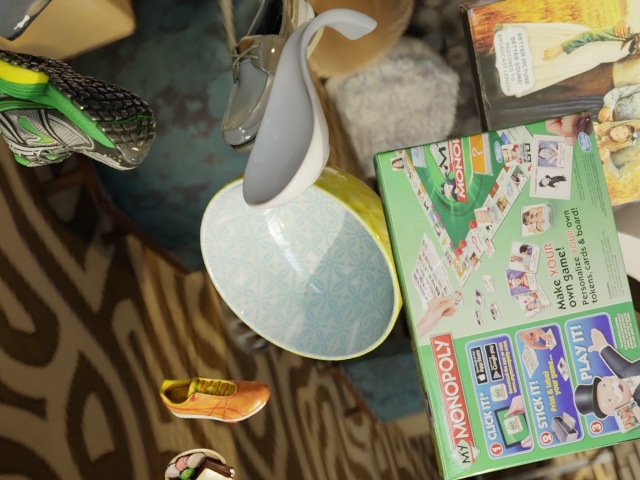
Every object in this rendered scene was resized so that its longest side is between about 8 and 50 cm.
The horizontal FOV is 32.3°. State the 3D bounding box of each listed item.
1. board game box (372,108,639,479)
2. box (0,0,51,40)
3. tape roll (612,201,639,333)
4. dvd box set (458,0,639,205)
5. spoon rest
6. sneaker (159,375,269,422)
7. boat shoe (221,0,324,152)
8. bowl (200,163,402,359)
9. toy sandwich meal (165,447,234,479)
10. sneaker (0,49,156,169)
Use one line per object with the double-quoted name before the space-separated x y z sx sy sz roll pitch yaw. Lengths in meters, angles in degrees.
"board game box" 0.186 0.051 1.062 0.046 0.213 0.317 118 -39 -87
"box" -0.528 -0.541 1.379 0.472 0.297 0.480 44 1 -1
"tape roll" 0.482 0.085 1.701 0.100 0.286 0.286 -36 111 -37
"dvd box set" 0.412 -0.204 1.435 0.062 0.420 0.308 -104 -179 -70
"spoon rest" -0.022 -0.157 1.267 0.084 0.137 0.276 34 64 -26
"sneaker" -0.161 0.234 1.652 0.067 0.175 0.064 62 27 -48
"boat shoe" -0.092 -0.271 1.702 0.103 0.113 0.302 49 47 -36
"bowl" 0.000 0.000 1.477 0.156 0.289 0.289 -52 126 -47
"toy sandwich meal" -0.149 0.291 1.355 0.086 0.085 0.029 62 3 -34
"sneaker" -0.357 -0.163 1.562 0.134 0.343 0.146 -2 111 -46
